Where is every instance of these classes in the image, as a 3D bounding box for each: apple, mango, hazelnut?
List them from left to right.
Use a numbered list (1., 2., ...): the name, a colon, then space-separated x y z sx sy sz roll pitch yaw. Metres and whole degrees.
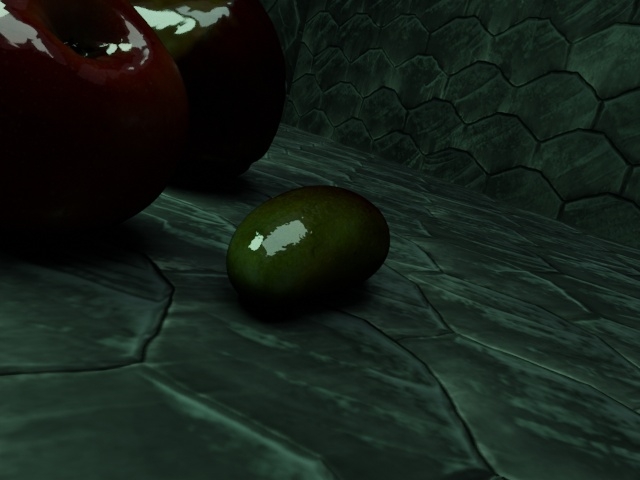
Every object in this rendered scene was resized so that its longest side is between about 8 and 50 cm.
1. apple: -0.261 -0.130 0.531 0.260 0.216 0.260 27 46 -32
2. hazelnut: -0.266 -0.305 0.996 0.429 0.402 0.402 48 28 24
3. mango: 0.000 0.000 0.586 0.133 0.111 0.267 31 23 16
